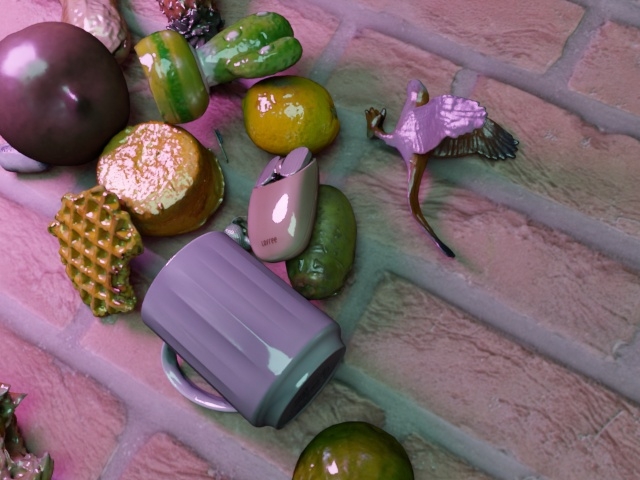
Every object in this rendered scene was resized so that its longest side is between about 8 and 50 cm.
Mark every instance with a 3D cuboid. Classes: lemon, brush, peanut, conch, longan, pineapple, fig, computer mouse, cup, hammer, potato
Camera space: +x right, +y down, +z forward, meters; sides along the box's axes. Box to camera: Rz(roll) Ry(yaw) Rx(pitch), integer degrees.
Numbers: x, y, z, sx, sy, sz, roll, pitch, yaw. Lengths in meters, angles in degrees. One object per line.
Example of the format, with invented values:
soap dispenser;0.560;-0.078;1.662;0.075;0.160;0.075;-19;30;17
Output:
lemon;-0.064;-0.254;1.411;0.207;0.170;0.170;5;76;14
brush;-0.216;-0.208;1.498;0.013;0.016;0.084;-20;73;-9
peanut;-0.533;-0.531;1.575;0.149;0.149;0.313;-24;73;2
conch;-0.159;-0.009;1.417;0.085;0.056;0.076;33;62;-4
longan;-0.545;-0.300;1.425;0.297;0.297;0.297;-2;75;8
pineapple;-0.272;-0.486;1.526;0.170;0.141;0.310;-15;85;-20
fig;0.028;0.431;1.154;0.233;0.314;0.233;-3;85;35
computer mouse;-0.073;-0.070;1.323;0.145;0.082;0.237;-14;57;37
cup;-0.157;0.202;1.286;0.326;0.236;0.323;38;113;16
hammer;-0.659;-0.245;1.560;0.116;0.069;0.194;-1;67;9
potato;0.000;0.000;1.362;0.149;0.113;0.251;-9;60;21

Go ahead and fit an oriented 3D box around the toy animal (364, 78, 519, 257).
toy animal;0.209;-0.160;1.388;0.302;0.225;0.284;32;103;28

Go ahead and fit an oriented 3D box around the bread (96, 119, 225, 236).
bread;-0.335;-0.131;1.432;0.268;0.146;0.269;-2;72;6

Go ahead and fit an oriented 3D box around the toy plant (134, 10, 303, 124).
toy plant;-0.198;-0.365;1.382;0.315;0.185;0.224;-21;38;-7

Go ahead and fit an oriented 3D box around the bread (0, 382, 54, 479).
bread;-0.689;0.413;1.323;0.369;0.191;0.314;12;73;7

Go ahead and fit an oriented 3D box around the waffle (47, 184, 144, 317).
waffle;-0.448;0.023;1.388;0.291;0.051;0.291;11;110;34
